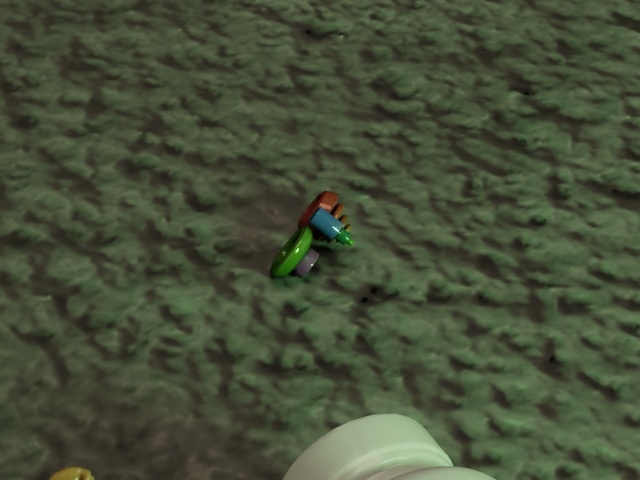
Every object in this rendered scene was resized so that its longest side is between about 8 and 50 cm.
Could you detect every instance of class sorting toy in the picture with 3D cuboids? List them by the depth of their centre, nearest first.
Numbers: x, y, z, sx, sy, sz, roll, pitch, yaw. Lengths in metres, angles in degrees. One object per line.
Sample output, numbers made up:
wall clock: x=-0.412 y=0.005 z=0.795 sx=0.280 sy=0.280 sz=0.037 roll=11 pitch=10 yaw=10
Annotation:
sorting toy: x=0.000 y=0.000 z=1.638 sx=0.042 sy=0.061 sz=0.102 roll=38 pitch=52 yaw=-9

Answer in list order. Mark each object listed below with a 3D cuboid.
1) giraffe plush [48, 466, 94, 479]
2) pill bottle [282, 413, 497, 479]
giraffe plush: x=-0.163 y=0.231 z=1.301 sx=0.210 sy=0.181 sz=0.170 roll=-12 pitch=14 yaw=43
pill bottle: x=0.089 y=0.254 z=1.242 sx=0.169 sy=0.169 sz=0.301 roll=-17 pitch=44 yaw=-19
